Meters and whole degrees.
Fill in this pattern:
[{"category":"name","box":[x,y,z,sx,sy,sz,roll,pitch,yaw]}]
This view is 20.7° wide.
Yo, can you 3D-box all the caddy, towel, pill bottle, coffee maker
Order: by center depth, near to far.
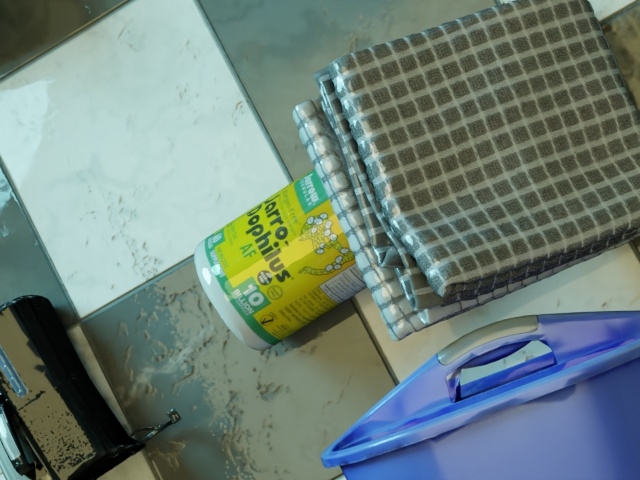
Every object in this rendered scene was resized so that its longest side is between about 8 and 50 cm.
[{"category":"caddy","box":[0.171,0.155,1.476,0.341,0.241,0.179,-22,89,12]},{"category":"towel","box":[0.145,-0.074,1.490,0.283,0.121,0.235,-20,83,-25]},{"category":"pill bottle","box":[0.000,0.000,1.586,0.208,0.117,0.118,-32,80,11]},{"category":"coffee maker","box":[-0.252,0.142,1.658,0.171,0.120,0.178,-28,81,-18]}]
